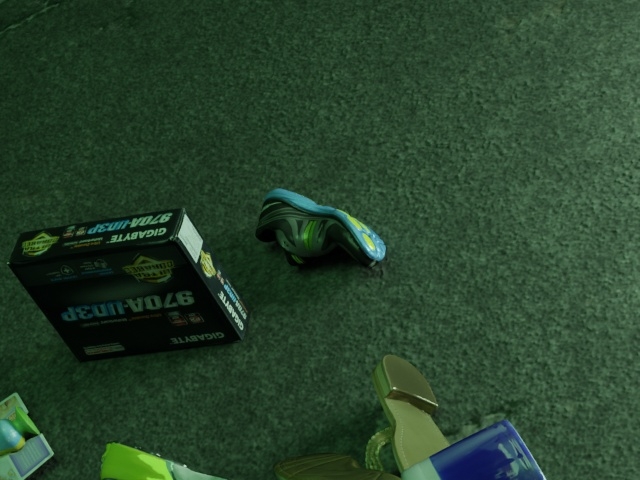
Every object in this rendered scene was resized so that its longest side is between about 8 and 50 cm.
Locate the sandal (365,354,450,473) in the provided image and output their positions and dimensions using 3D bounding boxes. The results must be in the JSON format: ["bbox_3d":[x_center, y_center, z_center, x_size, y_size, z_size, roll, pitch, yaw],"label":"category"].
[{"bbox_3d":[0.081,0.216,1.948,0.079,0.088,0.240,-53,26,23],"label":"sandal"}]

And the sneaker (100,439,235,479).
[{"bbox_3d":[-0.115,0.296,1.964,0.300,0.111,0.121,12,75,40],"label":"sneaker"}]

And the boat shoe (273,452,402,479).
[{"bbox_3d":[0.018,0.256,1.910,0.080,0.073,0.223,-12,8,-25],"label":"boat shoe"}]

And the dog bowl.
[{"bbox_3d":[0.173,0.287,1.649,0.104,0.265,0.265,-29,40,0],"label":"dog bowl"}]

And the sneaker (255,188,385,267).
[{"bbox_3d":[0.000,0.000,2.222,0.188,0.067,0.078,21,83,41],"label":"sneaker"}]

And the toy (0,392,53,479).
[{"bbox_3d":[-0.423,0.266,2.205,0.237,0.056,0.137,-36,39,-6],"label":"toy"}]

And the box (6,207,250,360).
[{"bbox_3d":[-0.213,0.052,2.201,0.220,0.175,0.051,-8,44,25],"label":"box"}]
